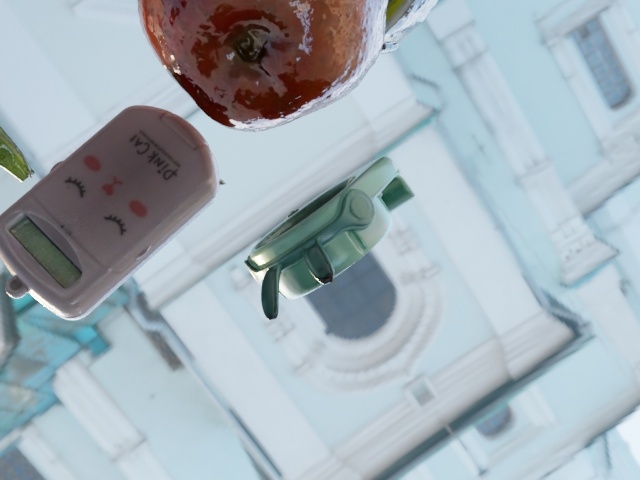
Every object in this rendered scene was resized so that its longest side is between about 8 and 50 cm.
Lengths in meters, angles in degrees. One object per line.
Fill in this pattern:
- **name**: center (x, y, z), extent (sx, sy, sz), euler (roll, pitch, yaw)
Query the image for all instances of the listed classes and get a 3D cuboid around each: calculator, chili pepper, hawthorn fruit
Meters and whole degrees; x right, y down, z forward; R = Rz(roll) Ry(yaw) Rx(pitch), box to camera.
- **calculator**: center (-0.151, -0.021, 0.792), extent (0.175, 0.100, 0.032), euler (-43, 159, -13)
- **chili pepper**: center (-0.160, -0.059, 0.519), extent (0.017, 0.083, 0.030), euler (-49, 154, 13)
- **hawthorn fruit**: center (-0.034, -0.159, 0.750), extent (0.189, 0.189, 0.189), euler (-29, -158, 13)

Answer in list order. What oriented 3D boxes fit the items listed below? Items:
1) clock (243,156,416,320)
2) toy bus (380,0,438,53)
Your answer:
- **clock**: center (0.000, 0.000, 0.709), extent (0.101, 0.041, 0.135), euler (-32, -172, 29)
- **toy bus**: center (0.006, -0.296, 1.007), extent (0.106, 0.268, 0.092), euler (-38, 173, 28)
